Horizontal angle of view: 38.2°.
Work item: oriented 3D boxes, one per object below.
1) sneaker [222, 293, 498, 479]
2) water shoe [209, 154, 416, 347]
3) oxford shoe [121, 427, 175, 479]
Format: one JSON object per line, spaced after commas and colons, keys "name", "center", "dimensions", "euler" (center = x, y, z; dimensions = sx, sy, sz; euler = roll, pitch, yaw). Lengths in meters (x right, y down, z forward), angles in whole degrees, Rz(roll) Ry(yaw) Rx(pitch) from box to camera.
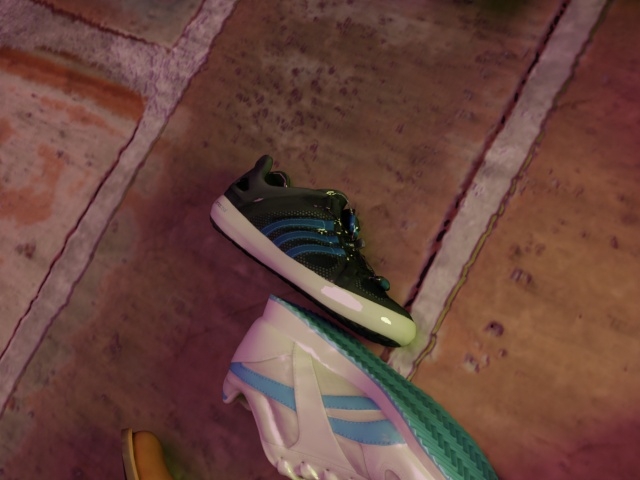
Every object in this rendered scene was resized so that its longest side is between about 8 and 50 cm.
{"name": "sneaker", "center": [0.024, 0.130, 0.610], "dimensions": [0.228, 0.087, 0.092], "euler": [37, 96, 40]}
{"name": "water shoe", "center": [0.000, 0.000, 0.677], "dimensions": [0.203, 0.073, 0.080], "euler": [34, 85, 33]}
{"name": "oxford shoe", "center": [-0.086, 0.215, 0.646], "dimensions": [0.076, 0.076, 0.212], "euler": [-21, 54, -17]}
